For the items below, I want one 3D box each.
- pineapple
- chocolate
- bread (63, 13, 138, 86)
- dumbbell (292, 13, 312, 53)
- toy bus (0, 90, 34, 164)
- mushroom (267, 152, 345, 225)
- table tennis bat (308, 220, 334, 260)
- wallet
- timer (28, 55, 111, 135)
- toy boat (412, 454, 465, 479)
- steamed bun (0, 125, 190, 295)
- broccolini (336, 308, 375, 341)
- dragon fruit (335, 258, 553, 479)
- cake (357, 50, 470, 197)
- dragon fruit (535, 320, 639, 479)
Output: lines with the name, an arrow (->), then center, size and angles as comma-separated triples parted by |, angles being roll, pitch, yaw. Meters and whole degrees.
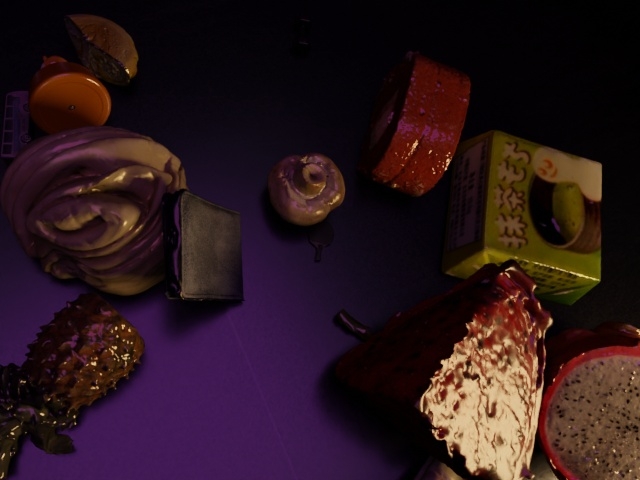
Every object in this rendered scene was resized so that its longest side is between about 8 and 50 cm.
pineapple -> -0.399, 0.227, 0.854 | 0.310, 0.141, 0.170 | -47, 113, -17
chocolate -> 0.410, -0.051, 1.168 | 0.289, 0.137, 0.300 | 14, 68, -10
bread -> -0.398, -0.361, 1.084 | 0.157, 0.083, 0.094 | 30, 63, -6
dumbbell -> -0.038, -0.435, 1.235 | 0.036, 0.040, 0.083 | 22, 63, -42
toy bus -> -0.522, -0.195, 1.016 | 0.052, 0.037, 0.130 | -1, 73, -11
mushroom -> -0.027, -0.096, 1.077 | 0.148, 0.112, 0.147 | 9, 61, -17
table tennis bat -> 0.000, 0.000, 1.107 | 0.050, 0.007, 0.083 | 12, 67, -12
wallet -> -0.181, 0.015, 0.939 | 0.036, 0.222, 0.167 | -7, 82, 17
timer -> -0.455, -0.274, 1.033 | 0.132, 0.132, 0.152 | -19, 53, -21
toy boat -> 0.172, 0.497, 0.930 | 0.294, 0.111, 0.275 | -18, 84, -31
steamed bun -> -0.342, -0.065, 0.927 | 0.276, 0.203, 0.289 | -30, 80, -25
broccolini -> 0.164, 0.144, 1.078 | 0.272, 0.062, 0.123 | 13, 62, -9
dragon fruit -> 0.236, 0.210, 0.990 | 0.286, 0.228, 0.329 | 45, 64, -19
cake -> 0.183, -0.233, 1.149 | 0.151, 0.177, 0.282 | 21, 68, -7
dragon fruit -> 0.506, 0.288, 1.036 | 0.306, 0.226, 0.305 | 0, 94, 7
